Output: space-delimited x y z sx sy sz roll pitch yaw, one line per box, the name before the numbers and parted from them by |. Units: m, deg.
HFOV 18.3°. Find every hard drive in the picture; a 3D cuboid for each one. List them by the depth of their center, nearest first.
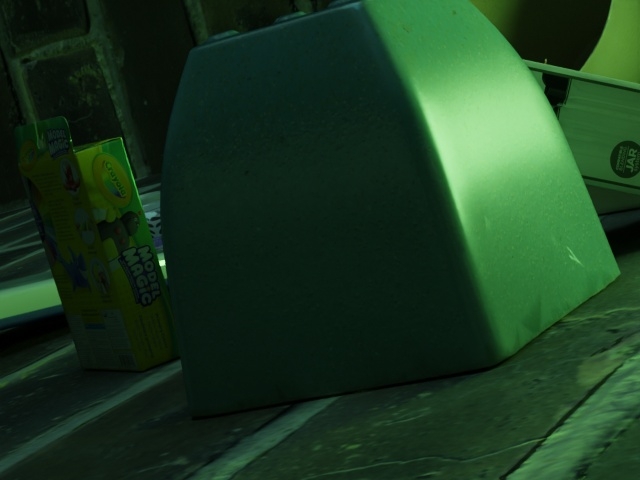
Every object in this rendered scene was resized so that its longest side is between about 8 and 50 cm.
hard drive | -0.294 0.058 2.145 0.318 0.040 0.210 -14 4 -35

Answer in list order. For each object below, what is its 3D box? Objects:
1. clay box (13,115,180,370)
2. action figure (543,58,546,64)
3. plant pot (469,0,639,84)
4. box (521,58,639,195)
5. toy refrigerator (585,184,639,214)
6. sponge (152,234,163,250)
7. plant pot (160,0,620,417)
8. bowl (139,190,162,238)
clay box | -0.191 0.000 1.699 0.053 0.222 0.127 -19 8 -30
action figure | 0.169 -0.111 2.205 0.280 0.139 0.091 -16 7 -27
plant pot | 0.332 -0.257 2.649 0.191 0.284 0.284 25 -24 -39
box | 0.193 -0.095 1.610 0.290 0.087 0.169 11 6 -8
toy refrigerator | 0.256 -0.077 1.846 0.269 0.094 0.102 -10 8 40
sponge | -0.144 -0.003 2.472 0.210 0.031 0.117 -18 7 -22
plant pot | 0.030 -0.044 1.403 0.248 0.252 0.247 -13 8 30
bowl | -0.229 -0.018 2.591 0.170 0.080 0.170 -15 7 2
